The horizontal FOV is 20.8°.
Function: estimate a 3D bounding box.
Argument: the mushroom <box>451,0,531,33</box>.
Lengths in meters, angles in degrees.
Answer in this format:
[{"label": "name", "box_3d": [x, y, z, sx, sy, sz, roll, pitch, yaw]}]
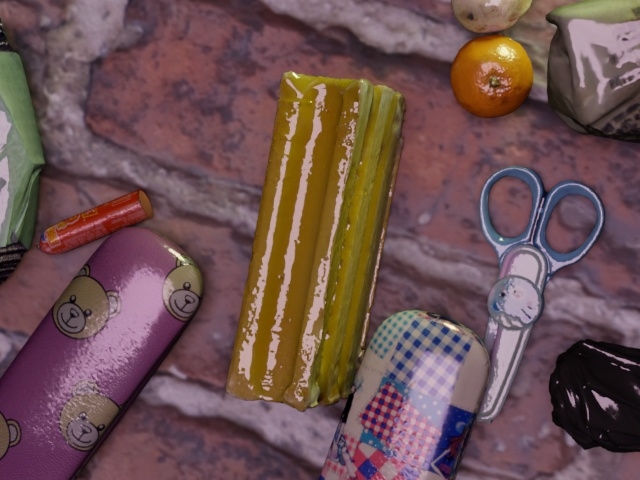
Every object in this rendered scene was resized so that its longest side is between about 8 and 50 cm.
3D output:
[{"label": "mushroom", "box_3d": [0.169, -0.238, 1.713, 0.083, 0.067, 0.084, -13, 54, 18]}]

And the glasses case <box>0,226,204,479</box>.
[{"label": "glasses case", "box_3d": [-0.242, 0.129, 1.788, 0.123, 0.076, 0.316, 38, 97, 7]}]

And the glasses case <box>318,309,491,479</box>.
[{"label": "glasses case", "box_3d": [0.069, 0.229, 1.729, 0.125, 0.076, 0.327, 21, 98, 14]}]

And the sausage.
[{"label": "sausage", "box_3d": [-0.238, -0.015, 1.806, 0.129, 0.034, 0.034, -21, 87, 11]}]

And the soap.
[{"label": "soap", "box_3d": [0.000, 0.000, 1.683, 0.091, 0.199, 0.315, 10, 94, 14]}]

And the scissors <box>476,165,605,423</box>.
[{"label": "scissors", "box_3d": [0.194, 0.058, 1.731, 0.125, 0.030, 0.256, 16, 94, 13]}]

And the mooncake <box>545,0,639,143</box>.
[{"label": "mooncake", "box_3d": [0.330, -0.161, 1.591, 0.254, 0.250, 0.136, -14, 87, 9]}]

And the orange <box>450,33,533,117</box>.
[{"label": "orange", "box_3d": [0.167, -0.160, 1.707, 0.083, 0.083, 0.084, 0, 91, 10]}]

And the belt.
[{"label": "belt", "box_3d": [-0.417, -0.087, 1.796, 0.260, 0.122, 0.325, -15, 89, 15]}]

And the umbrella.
[{"label": "umbrella", "box_3d": [0.389, 0.155, 1.670, 0.340, 0.118, 0.118, 3, 92, 4]}]
